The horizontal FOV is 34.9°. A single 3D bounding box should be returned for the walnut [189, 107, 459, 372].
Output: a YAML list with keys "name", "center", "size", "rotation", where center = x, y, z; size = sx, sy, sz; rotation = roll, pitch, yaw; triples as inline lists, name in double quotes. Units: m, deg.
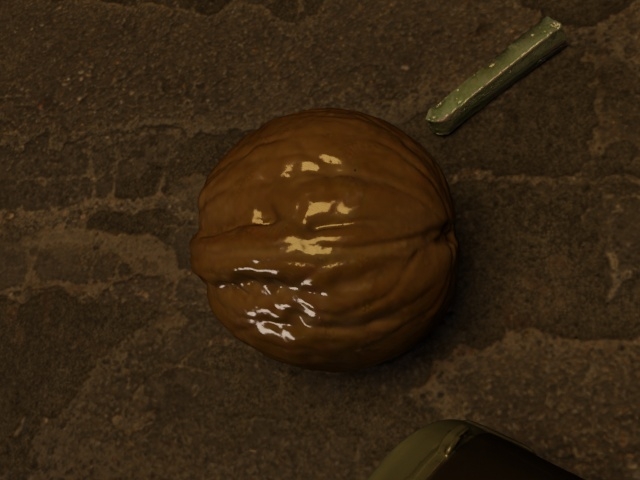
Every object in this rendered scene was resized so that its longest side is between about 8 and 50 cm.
- name: "walnut"
  center: [0.000, 0.000, 1.190]
  size: [0.333, 0.333, 0.332]
  rotation: [-9, 66, 20]

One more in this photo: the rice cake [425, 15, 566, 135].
- name: "rice cake"
  center: [0.226, -0.209, 1.317]
  size: [0.211, 0.043, 0.034]
  rotation: [-38, 55, 4]

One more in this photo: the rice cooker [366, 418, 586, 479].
- name: "rice cooker"
  center: [0.154, 0.356, 0.949]
  size: [0.325, 0.335, 0.335]
  rotation: [22, 79, 28]
